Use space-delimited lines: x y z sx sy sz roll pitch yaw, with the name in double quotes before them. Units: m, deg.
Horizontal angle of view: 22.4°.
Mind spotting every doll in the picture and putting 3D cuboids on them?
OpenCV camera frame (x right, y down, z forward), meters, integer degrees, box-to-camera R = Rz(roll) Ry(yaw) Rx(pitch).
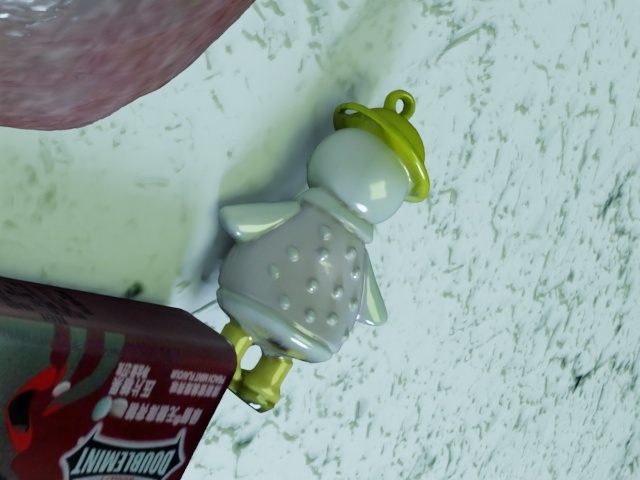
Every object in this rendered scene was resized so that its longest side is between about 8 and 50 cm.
"doll" 0.000 0.000 0.944 0.129 0.081 0.207 36 80 -28

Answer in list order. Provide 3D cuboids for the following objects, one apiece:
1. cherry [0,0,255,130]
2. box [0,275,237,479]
"cherry" -0.091 -0.160 0.529 0.261 0.221 0.307 -23 151 -20
"box" -0.140 0.083 0.820 0.120 0.069 0.224 -63 151 5
